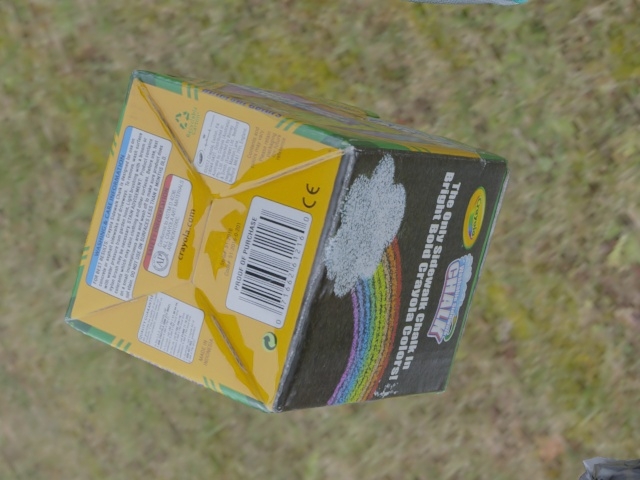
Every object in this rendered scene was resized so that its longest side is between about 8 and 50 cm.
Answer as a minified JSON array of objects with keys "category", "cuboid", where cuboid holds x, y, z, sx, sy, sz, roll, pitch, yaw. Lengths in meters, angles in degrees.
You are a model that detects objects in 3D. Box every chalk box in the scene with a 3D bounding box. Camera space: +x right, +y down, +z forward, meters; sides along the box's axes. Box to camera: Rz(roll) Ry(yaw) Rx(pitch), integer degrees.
[{"category":"chalk box","cuboid":[0.000,0.000,1.171,0.179,0.289,0.180,21,99,30]}]

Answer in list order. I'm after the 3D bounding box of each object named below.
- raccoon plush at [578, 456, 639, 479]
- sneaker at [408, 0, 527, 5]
[{"category":"raccoon plush","cuboid":[0.270,-0.006,0.427,0.446,0.299,0.216,-9,98,46]},{"category":"sneaker","cuboid":[0.081,-0.185,0.642,0.296,0.124,0.178,-23,53,24]}]
